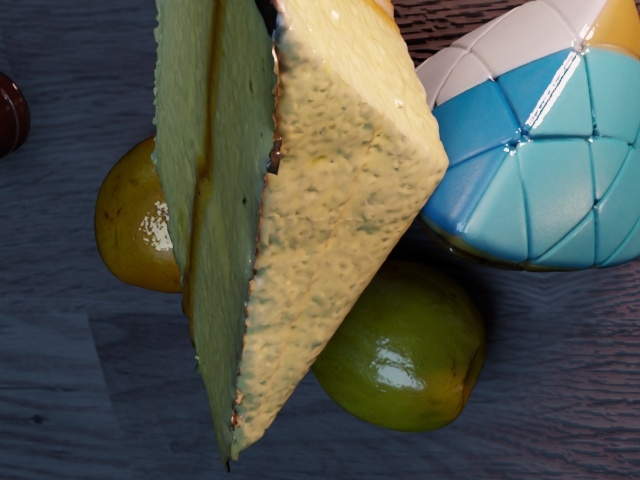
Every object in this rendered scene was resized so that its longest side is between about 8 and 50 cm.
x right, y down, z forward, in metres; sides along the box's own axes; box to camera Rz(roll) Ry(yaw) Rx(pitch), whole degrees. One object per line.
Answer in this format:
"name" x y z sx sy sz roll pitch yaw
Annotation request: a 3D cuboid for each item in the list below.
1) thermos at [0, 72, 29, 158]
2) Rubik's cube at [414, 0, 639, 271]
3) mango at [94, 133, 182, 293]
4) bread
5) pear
"thermos" -0.371 -0.082 1.579 0.098 0.232 0.124 17 121 19
"Rubik's cube" 0.201 -0.083 1.348 0.254 0.254 0.254 12 120 22
"mango" -0.113 -0.037 1.544 0.219 0.112 0.145 -35 87 34
"bread" -0.088 -0.096 1.318 0.405 0.242 0.346 -48 45 21
"pear" 0.067 0.090 1.502 0.162 0.149 0.149 26 125 25
